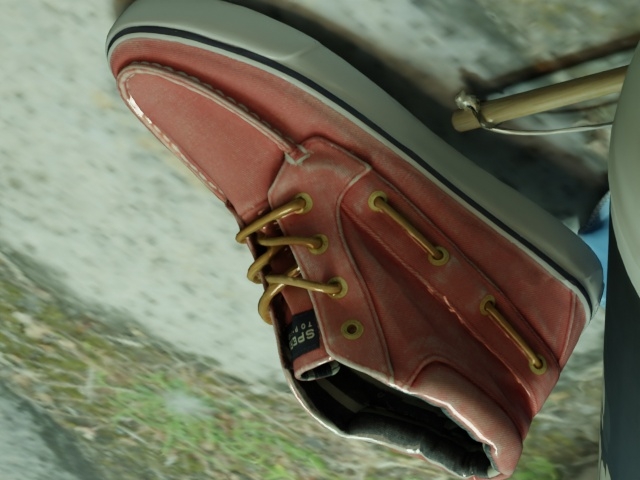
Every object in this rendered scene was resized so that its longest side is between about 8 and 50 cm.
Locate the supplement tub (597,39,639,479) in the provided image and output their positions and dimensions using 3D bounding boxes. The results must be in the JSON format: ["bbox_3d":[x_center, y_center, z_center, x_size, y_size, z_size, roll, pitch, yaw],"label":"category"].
[{"bbox_3d":[0.160,0.034,0.419,0.191,0.191,0.272,8,133,14],"label":"supplement tub"}]

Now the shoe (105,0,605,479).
[{"bbox_3d":[0.000,0.000,0.559,0.178,0.081,0.063,33,149,-7],"label":"shoe"}]

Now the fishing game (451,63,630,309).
[{"bbox_3d":[0.173,0.027,0.579,0.189,0.041,0.264,-8,141,38],"label":"fishing game"}]
